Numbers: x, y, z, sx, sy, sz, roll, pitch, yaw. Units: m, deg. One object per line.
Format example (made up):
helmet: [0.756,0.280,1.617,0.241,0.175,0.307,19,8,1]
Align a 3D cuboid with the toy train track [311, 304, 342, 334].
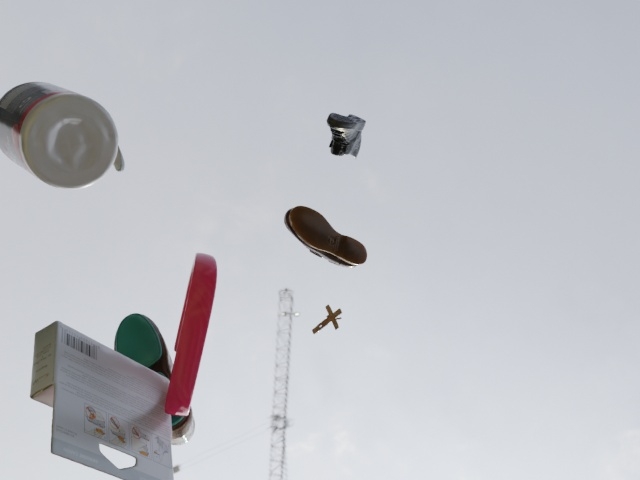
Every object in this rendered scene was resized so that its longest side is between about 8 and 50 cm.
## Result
toy train track: [0.014,0.147,1.334,0.083,0.014,0.048,-42,-117,37]

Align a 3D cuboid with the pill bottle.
pill bottle: [-0.532,-0.215,1.434,0.318,0.176,0.176,24,-78,50]

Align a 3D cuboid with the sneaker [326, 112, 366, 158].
sneaker: [0.046,-0.204,1.469,0.051,0.170,0.089,31,-70,17]

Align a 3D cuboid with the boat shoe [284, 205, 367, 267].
boat shoe: [0.000,0.000,1.506,0.073,0.207,0.073,-11,-130,51]

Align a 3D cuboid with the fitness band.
fitness band: [-0.224,0.165,1.296,0.054,0.209,0.291,11,-77,-10]

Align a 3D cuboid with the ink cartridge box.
ink cartridge box: [-0.353,0.291,1.216,0.060,0.275,0.239,-30,-134,18]

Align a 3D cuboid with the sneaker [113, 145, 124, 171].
sneaker: [-0.515,-0.222,1.770,0.061,0.054,0.152,-23,-111,-14]

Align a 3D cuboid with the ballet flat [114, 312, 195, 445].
ballet flat: [-0.331,0.282,1.470,0.107,0.106,0.316,-25,-132,-9]
